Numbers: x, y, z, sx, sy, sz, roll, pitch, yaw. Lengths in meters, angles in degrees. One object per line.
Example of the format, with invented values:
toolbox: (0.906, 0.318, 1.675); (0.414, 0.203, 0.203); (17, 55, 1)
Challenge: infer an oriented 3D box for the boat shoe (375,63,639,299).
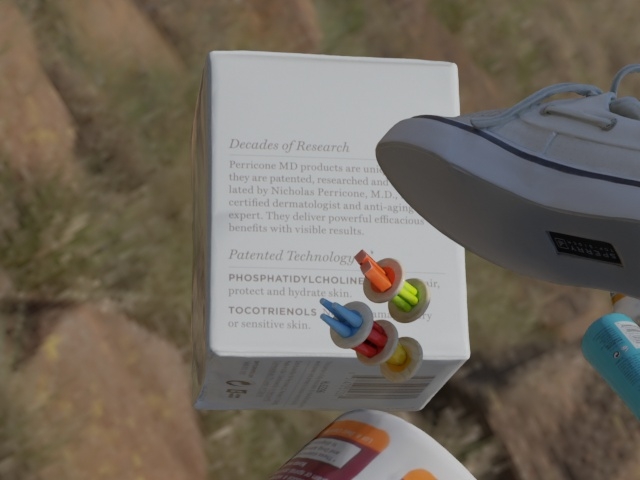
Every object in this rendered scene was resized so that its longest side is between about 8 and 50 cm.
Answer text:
boat shoe: (0.208, -0.061, 1.434); (0.367, 0.156, 0.136); (15, -34, 49)

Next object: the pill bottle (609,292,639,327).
pill bottle: (0.321, 0.006, 1.773); (0.117, 0.117, 0.215); (22, 55, -61)

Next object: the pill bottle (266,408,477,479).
pill bottle: (-0.038, 0.339, 1.561); (0.392, 0.224, 0.224); (-39, 104, -27)

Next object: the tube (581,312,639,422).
tube: (0.286, 0.132, 1.569); (0.207, 0.080, 0.052); (-127, -155, -55)

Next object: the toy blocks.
toy blocks: (0.052, 0.066, 1.971); (0.148, 0.054, 0.123); (37, 53, -47)

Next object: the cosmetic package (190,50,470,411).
cosmetic package: (0.000, 0.000, 2.470); (0.329, 0.327, 0.394); (112, -22, -71)
